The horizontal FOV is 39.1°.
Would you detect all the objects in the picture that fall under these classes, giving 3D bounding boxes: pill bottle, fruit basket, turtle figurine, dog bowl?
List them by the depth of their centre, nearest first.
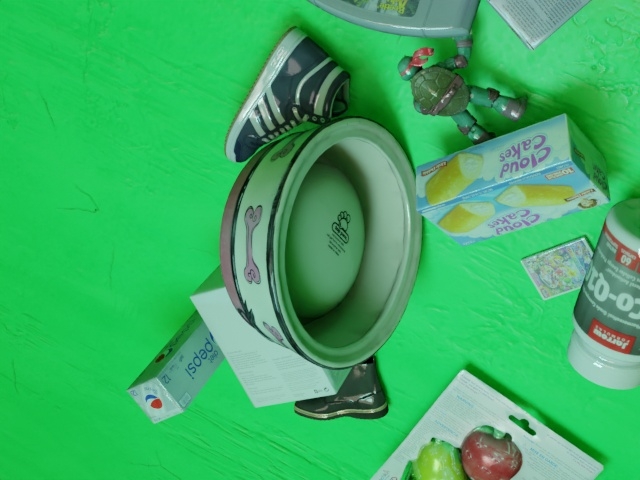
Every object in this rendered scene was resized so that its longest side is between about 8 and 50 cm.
[{"bbox_3d":[0.198,-0.241,1.413,0.234,0.118,0.175,35,139,-9],"label":"turtle figurine"},{"bbox_3d":[0.497,0.090,1.435,0.161,0.161,0.283,18,125,15],"label":"pill bottle"},{"bbox_3d":[0.000,0.000,1.489,0.150,0.408,0.408,6,122,39],"label":"dog bowl"},{"bbox_3d":[0.317,0.458,1.778,0.327,0.165,0.353,34,112,3],"label":"fruit basket"}]

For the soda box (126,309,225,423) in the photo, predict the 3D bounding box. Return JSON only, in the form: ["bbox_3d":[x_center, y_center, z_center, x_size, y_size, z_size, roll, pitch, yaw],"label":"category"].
[{"bbox_3d":[-0.259,0.233,1.805,0.098,0.286,0.091,-27,106,35],"label":"soda box"}]

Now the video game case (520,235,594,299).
[{"bbox_3d":[0.417,0.048,1.543,0.122,0.011,0.087,-24,106,34],"label":"video game case"}]

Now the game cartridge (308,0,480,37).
[{"bbox_3d":[0.101,-0.410,1.334,0.294,0.060,0.196,18,95,15],"label":"game cartridge"}]

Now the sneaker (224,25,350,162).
[{"bbox_3d":[-0.054,-0.212,1.557,0.153,0.099,0.282,36,125,4],"label":"sneaker"}]

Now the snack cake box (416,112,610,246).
[{"bbox_3d":[0.301,-0.089,1.425,0.264,0.089,0.152,-19,144,33],"label":"snack cake box"}]

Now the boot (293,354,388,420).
[{"bbox_3d":[0.034,0.292,1.844,0.197,0.077,0.137,-5,112,13],"label":"boot"}]

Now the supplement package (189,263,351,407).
[{"bbox_3d":[-0.069,0.144,1.716,0.199,0.198,0.263,-16,111,33],"label":"supplement package"}]

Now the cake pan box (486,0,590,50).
[{"bbox_3d":[0.295,-0.436,1.221,0.245,0.070,0.267,-43,97,12],"label":"cake pan box"}]
